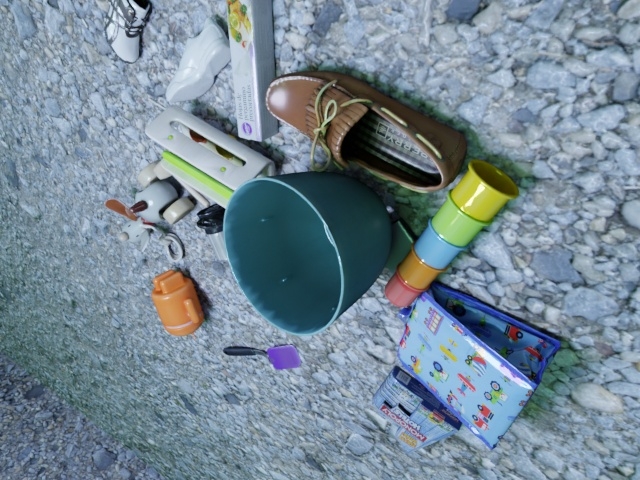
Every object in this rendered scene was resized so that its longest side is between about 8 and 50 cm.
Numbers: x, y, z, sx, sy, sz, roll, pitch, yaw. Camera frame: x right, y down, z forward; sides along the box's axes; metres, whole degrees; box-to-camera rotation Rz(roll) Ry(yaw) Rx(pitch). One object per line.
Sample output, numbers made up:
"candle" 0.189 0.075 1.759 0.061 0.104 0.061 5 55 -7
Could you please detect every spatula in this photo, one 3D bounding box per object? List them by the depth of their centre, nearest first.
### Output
"spatula" -0.186 0.344 1.365 0.297 0.030 0.084 -4 116 36

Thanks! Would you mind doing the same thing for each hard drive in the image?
"hard drive" 0.169 0.029 0.930 0.094 0.022 0.135 -34 95 43

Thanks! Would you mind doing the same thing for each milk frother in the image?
"milk frother" -0.245 -0.011 1.115 0.129 0.143 0.134 -7 113 33

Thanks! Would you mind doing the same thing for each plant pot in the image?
"plant pot" 0.000 0.000 0.869 0.293 0.235 0.292 18 119 37

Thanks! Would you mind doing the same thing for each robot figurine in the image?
"robot figurine" -0.435 0.199 1.387 0.158 0.128 0.219 -10 113 9

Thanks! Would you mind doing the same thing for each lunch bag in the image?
"lunch bag" 0.279 0.231 0.921 0.293 0.138 0.220 32 134 27

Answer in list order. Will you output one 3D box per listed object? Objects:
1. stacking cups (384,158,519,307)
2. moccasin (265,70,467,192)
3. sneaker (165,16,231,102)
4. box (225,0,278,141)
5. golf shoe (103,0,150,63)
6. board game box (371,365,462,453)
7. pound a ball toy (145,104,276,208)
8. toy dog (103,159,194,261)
"stacking cups" 0.213 0.000 0.823 0.096 0.096 0.316 40 129 8
"moccasin" 0.058 -0.188 0.791 0.380 0.147 0.139 33 131 14
"sneaker" -0.268 -0.379 0.963 0.212 0.080 0.094 -29 86 35
"box" -0.131 -0.359 0.875 0.063 0.067 0.323 18 127 27
"golf shoe" -0.420 -0.485 0.993 0.094 0.077 0.198 21 128 23
"board game box" 0.220 0.434 1.117 0.194 0.060 0.194 33 130 15
"pound a ball toy" -0.254 -0.177 1.051 0.319 0.135 0.208 32 156 15
"toy dog" -0.487 -0.061 1.240 0.220 0.161 0.333 38 132 11
